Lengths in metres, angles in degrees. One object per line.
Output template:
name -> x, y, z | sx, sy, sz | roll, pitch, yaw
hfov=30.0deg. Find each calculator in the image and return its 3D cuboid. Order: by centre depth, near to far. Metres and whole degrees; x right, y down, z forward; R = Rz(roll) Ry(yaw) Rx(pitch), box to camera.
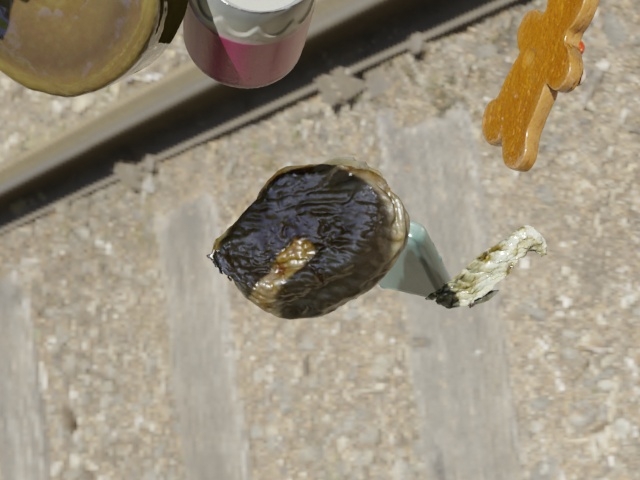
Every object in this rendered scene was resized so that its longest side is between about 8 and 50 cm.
calculator -> 0.130, 0.027, 1.937 | 0.141, 0.246, 0.045 | 11, 64, 29

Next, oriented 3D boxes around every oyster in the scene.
oyster -> 0.239, 0.043, 1.790 | 0.106, 0.200, 0.061 | 7, 127, 49

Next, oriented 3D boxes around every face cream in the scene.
face cream -> -0.095, -0.324, 1.607 | 0.195, 0.175, 0.175 | 110, 148, -65

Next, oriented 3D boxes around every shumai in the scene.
shumai -> 0.004, 0.002, 1.472 | 0.218, 0.185, 0.184 | -43, 76, 6

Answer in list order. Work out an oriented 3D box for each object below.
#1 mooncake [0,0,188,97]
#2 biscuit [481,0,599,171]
mooncake -> -0.297, -0.328, 1.466 | 0.284, 0.155, 0.285 | 6, 108, 18
biscuit -> 0.332, -0.258, 1.742 | 0.205, 0.049, 0.324 | -111, 35, -59
